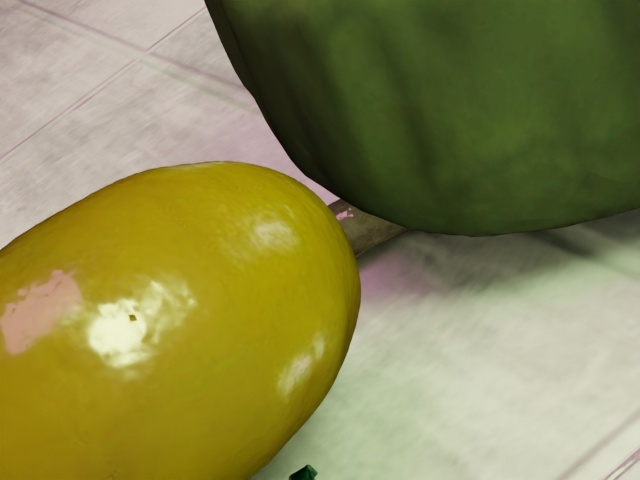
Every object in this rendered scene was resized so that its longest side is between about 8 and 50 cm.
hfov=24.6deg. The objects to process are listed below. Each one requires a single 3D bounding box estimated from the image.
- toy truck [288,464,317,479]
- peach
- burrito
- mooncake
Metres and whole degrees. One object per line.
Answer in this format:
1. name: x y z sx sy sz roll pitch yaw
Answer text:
1. toy truck: -0.021 0.137 0.580 0.080 0.078 0.154 -33 23 0
2. peach: -0.089 0.061 0.664 0.251 0.153 0.251 -41 3 2
3. burrito: 0.000 0.000 0.860 0.185 0.041 0.045 -29 26 13
4. mooncake: 0.115 -0.164 0.778 0.356 0.194 0.356 -18 26 9
